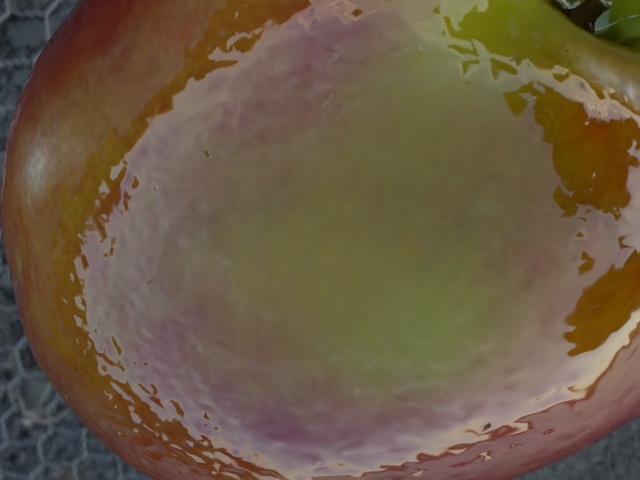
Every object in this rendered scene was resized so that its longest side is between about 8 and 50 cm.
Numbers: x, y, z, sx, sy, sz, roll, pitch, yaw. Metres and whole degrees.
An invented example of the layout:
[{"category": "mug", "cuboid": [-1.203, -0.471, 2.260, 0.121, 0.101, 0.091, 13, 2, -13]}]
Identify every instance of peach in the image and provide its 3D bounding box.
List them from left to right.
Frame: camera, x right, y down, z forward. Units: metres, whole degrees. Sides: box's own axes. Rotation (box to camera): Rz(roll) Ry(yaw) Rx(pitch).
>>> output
[{"category": "peach", "cuboid": [0.000, 0.000, 0.696, 0.306, 0.242, 0.380, 12, 143, -23]}]
